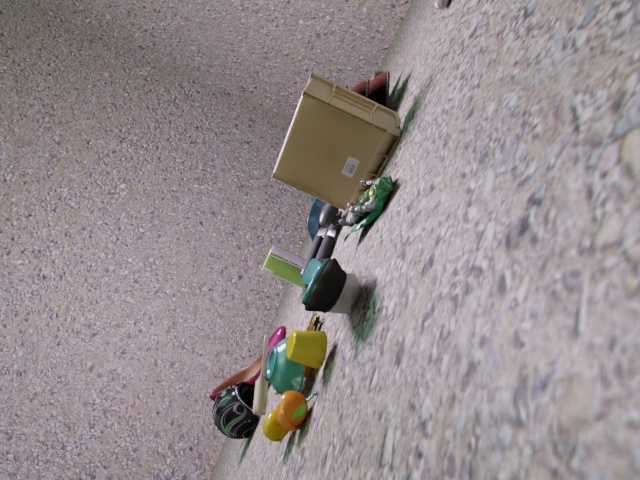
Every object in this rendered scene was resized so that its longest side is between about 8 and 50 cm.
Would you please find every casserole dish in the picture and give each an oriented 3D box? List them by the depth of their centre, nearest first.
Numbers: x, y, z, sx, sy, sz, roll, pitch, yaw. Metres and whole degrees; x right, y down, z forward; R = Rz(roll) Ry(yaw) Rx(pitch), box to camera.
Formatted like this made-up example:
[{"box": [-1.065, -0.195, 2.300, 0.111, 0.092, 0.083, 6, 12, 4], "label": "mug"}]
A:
[{"box": [-0.004, -0.063, 1.615, 0.188, 0.037, 0.114, 71, -146, -63], "label": "casserole dish"}]

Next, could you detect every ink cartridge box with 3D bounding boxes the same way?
[{"box": [-0.122, 0.108, 1.779, 0.255, 0.188, 0.097, -109, 43, -83], "label": "ink cartridge box"}]

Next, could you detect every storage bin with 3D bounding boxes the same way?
[{"box": [0.039, -0.242, 1.213, 0.123, 0.260, 0.262, -71, 6, -52], "label": "storage bin"}]

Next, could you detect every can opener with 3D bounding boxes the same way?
[{"box": [0.000, 0.000, 1.500, 0.074, 0.093, 0.280, -5, 54, 38], "label": "can opener"}]

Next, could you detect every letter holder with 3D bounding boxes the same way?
[{"box": [0.089, -0.426, 1.532, 0.302, 0.152, 0.215, 170, 108, -69], "label": "letter holder"}]

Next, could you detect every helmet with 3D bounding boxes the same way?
[{"box": [-0.277, 0.571, 1.564, 0.161, 0.169, 0.169, -48, 9, 13], "label": "helmet"}]

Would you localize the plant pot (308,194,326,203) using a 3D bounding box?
[{"box": [0.013, -0.322, 2.120, 0.195, 0.290, 0.290, -29, 14, 12], "label": "plant pot"}]

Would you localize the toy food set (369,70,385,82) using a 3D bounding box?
[{"box": [0.186, -0.439, 1.693, 0.220, 0.092, 0.306, 118, 165, -46], "label": "toy food set"}]

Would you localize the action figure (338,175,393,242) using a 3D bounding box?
[{"box": [0.101, -0.084, 1.002, 0.137, 0.063, 0.232, -65, 7, -20], "label": "action figure"}]

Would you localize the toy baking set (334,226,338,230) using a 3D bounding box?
[{"box": [0.015, 0.017, 1.680, 0.197, 0.030, 0.256, -62, 10, -11], "label": "toy baking set"}]

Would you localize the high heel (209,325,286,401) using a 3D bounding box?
[{"box": [-0.253, 0.448, 1.661, 0.127, 0.181, 0.377, -95, 28, -80], "label": "high heel"}]

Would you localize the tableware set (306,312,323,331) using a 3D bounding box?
[{"box": [-0.021, 0.230, 1.084, 0.154, 0.024, 0.104, -87, 17, -74], "label": "tableware set"}]

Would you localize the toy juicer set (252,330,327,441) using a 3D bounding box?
[{"box": [-0.066, 0.293, 0.956, 0.329, 0.089, 0.209, 146, 135, -66], "label": "toy juicer set"}]

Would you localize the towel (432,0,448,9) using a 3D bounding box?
[{"box": [0.367, -0.753, 1.306, 0.282, 0.049, 0.187, -75, 8, -54], "label": "towel"}]

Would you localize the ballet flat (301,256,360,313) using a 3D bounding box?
[{"box": [0.021, 0.079, 0.853, 0.095, 0.096, 0.280, -62, 3, 4], "label": "ballet flat"}]

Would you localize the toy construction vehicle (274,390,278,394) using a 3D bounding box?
[{"box": [-0.091, 0.354, 1.234, 0.086, 0.035, 0.098, -94, 23, -56], "label": "toy construction vehicle"}]
